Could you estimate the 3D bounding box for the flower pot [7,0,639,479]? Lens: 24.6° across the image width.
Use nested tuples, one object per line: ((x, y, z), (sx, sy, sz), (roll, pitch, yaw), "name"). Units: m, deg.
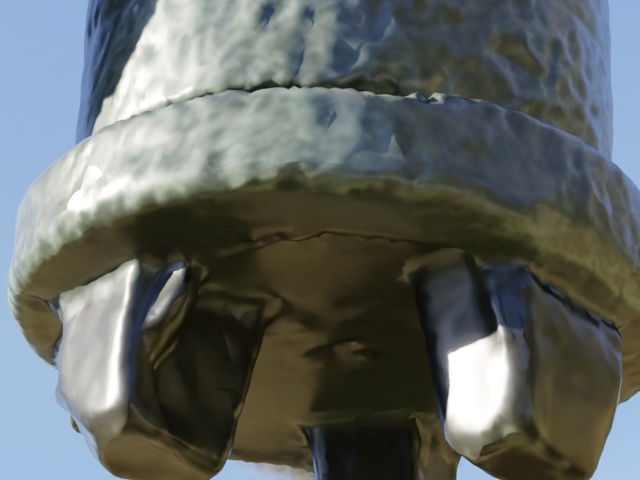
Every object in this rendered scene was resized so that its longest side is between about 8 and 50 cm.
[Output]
((0.000, 0.000, 0.648), (0.299, 0.283, 0.299), (0, -28, 0), "flower pot")
